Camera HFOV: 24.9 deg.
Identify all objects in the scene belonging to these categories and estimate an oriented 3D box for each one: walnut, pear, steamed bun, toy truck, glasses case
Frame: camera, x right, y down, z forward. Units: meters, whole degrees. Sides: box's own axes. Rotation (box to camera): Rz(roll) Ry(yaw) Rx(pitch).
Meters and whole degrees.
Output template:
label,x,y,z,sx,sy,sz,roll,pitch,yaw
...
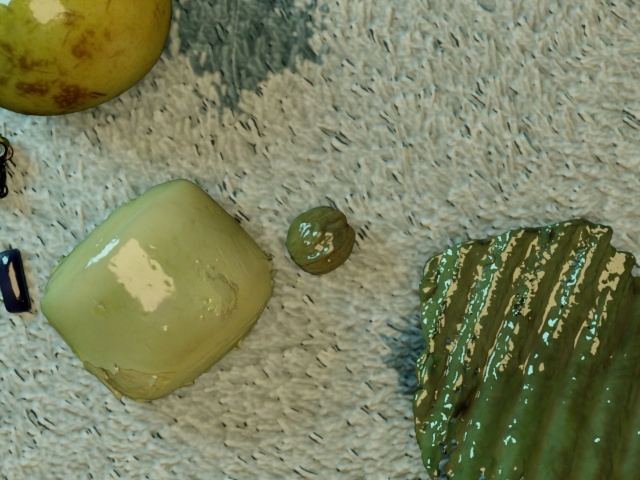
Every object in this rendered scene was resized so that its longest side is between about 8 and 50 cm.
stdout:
label,x,y,z,sx,sy,sz,roll,pitch,yaw
walnut,0.000,0.000,1.855,0.092,0.092,0.092,0,89,-2
pear,-0.319,-0.278,1.754,0.280,0.281,0.281,0,89,-2
steamed bun,-0.195,0.064,1.801,0.273,0.166,0.232,-38,89,-2
toy truck,-0.425,-0.097,1.852,0.054,0.049,0.083,8,90,-1
glasses case,-0.395,0.053,1.863,0.033,0.023,0.083,-12,89,-4

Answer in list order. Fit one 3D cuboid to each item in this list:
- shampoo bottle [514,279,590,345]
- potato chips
label,x,y,z,sx,sy,sz,roll,pitch,yaw
shampoo bottle,0.317,0.135,1.879,0.233,0.049,0.087,39,81,-1
potato chips,0.299,0.170,1.790,0.373,0.097,0.389,-1,77,-13
